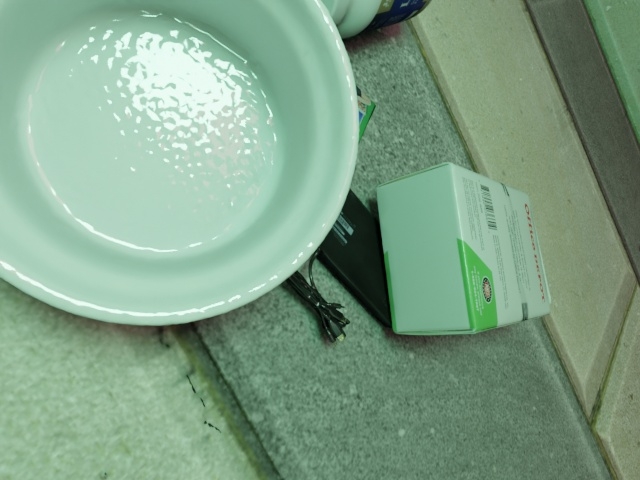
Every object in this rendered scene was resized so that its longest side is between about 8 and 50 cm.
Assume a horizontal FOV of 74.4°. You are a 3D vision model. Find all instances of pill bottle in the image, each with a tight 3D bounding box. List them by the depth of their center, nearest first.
[{"bbox_3d":[0.052,-0.377,0.599,0.265,0.153,0.153,-38,103,-38],"label":"pill bottle"}]

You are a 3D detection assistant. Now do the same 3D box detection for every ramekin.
[{"bbox_3d":[-0.121,-0.087,0.331,0.277,0.135,0.277,-3,99,-20],"label":"ramekin"}]

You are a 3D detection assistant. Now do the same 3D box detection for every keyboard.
[{"bbox_3d":[0.000,0.000,0.535,0.317,0.033,0.201,47,48,-19],"label":"keyboard"}]

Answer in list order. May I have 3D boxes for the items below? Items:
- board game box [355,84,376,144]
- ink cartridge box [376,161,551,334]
[{"bbox_3d":[-0.084,-0.194,0.483,0.317,0.046,0.213,39,52,-20],"label":"board game box"},{"bbox_3d":[0.225,0.023,0.635,0.289,0.122,0.211,6,75,-46],"label":"ink cartridge box"}]
